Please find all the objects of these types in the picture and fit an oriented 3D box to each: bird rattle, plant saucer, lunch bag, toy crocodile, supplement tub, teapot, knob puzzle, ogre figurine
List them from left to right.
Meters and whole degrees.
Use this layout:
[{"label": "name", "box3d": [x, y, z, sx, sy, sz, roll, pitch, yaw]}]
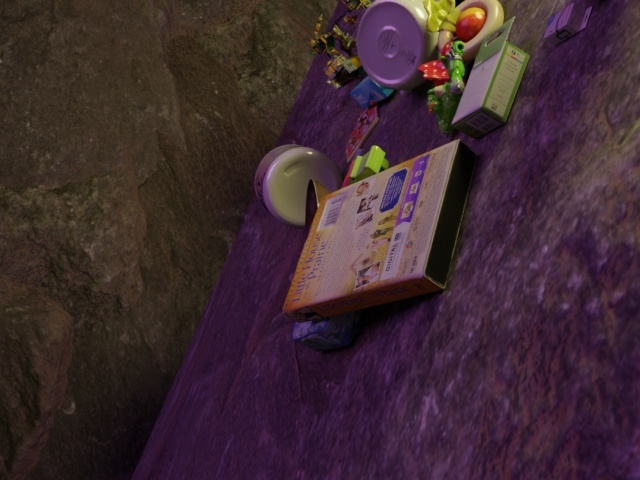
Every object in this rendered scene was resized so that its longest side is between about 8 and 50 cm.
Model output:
[{"label": "supplement tub", "box3d": [-0.075, -0.169, 2.324, 0.236, 0.235, 0.325, -63, 14, 3]}, {"label": "plant saucer", "box3d": [0.000, 0.000, 1.929, 0.310, 0.050, 0.311, 179, 90, -82]}, {"label": "lunch bag", "box3d": [0.026, 0.150, 1.703, 0.219, 0.090, 0.176, -33, 34, 63]}, {"label": "toy crocodile", "box3d": [0.091, -0.124, 1.839, 0.340, 0.105, 0.115, 106, -176, -70]}, {"label": "knob puzzle", "box3d": [0.120, -0.346, 2.358, 0.213, 0.030, 0.213, -57, 15, 25]}, {"label": "teapot", "box3d": [0.230, -0.510, 1.942, 0.187, 0.253, 0.256, -22, 7, -42]}, {"label": "ogre figurine", "box3d": [0.272, -0.304, 1.606, 0.197, 0.096, 0.118, 122, 158, -47]}, {"label": "bird rattle", "box3d": [0.310, -0.458, 1.710, 0.207, 0.143, 0.254, -29, 37, 38]}]

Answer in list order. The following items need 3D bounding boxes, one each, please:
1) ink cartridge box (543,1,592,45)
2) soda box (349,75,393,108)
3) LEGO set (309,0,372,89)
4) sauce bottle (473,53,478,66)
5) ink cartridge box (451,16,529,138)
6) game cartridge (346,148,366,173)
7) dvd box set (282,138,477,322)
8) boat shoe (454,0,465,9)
[{"label": "ink cartridge box", "box3d": [0.426, -0.376, 1.328, 0.048, 0.028, 0.083, -68, 15, -16]}, {"label": "soda box", "box3d": [0.161, -0.453, 2.287, 0.067, 0.071, 0.210, -47, 11, -11]}, {"label": "LEGO set", "box3d": [0.084, -0.672, 2.592, 0.331, 0.255, 0.192, -35, 3, 41]}, {"label": "sauce bottle", "box3d": [0.328, -0.332, 1.571, 0.042, 0.042, 0.128, -44, 23, 53]}, {"label": "ink cartridge box", "box3d": [0.333, -0.309, 1.474, 0.209, 0.062, 0.109, -68, 15, -17]}, {"label": "game cartridge", "box3d": [0.104, -0.228, 2.240, 0.083, 0.017, 0.056, -63, 18, 3]}, {"label": "dvd box set", "box3d": [0.108, -0.006, 1.534, 0.420, 0.062, 0.308, -21, 42, 49]}, {"label": "boat shoe", "box3d": [0.383, -0.646, 1.856, 0.233, 0.084, 0.079, 125, 161, -53]}]
